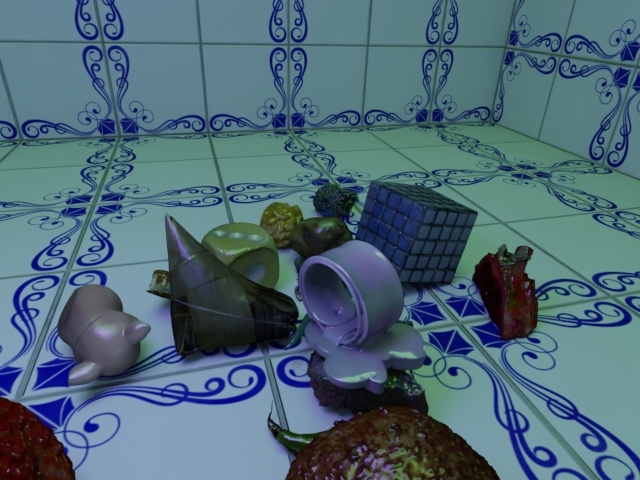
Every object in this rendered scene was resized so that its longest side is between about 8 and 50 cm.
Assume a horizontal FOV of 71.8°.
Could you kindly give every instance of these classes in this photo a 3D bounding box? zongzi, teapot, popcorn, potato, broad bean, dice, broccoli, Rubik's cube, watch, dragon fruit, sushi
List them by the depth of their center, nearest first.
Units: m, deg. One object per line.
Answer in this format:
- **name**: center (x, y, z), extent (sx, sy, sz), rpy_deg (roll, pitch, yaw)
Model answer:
- **broad bean**: center (0.053, 0.349, 0.800), extent (0.318, 0.056, 0.098), rpy_deg (6, 43, 8)
- **watch**: center (0.062, 0.128, 0.835), extent (0.211, 0.218, 0.248), rpy_deg (-22, 31, -33)
- **sushi**: center (0.095, 0.271, 0.898), extent (0.241, 0.107, 0.161), rpy_deg (2, 30, 11)
- **zongzi**: center (-0.202, 0.086, 1.019), extent (0.289, 0.318, 0.154), rpy_deg (-5, 10, -14)
- **dragon fruit**: center (0.503, 0.107, 1.149), extent (0.134, 0.211, 0.262), rpy_deg (-4, 34, 4)
- **dice**: center (-0.222, 0.057, 1.216), extent (0.166, 0.169, 0.169), rpy_deg (-16, 33, -32)
- **Rubik's cube**: center (0.268, -0.028, 1.293), extent (0.238, 0.237, 0.237), rpy_deg (2, 22, -34)
- **teapot**: center (-0.047, 0.092, 1.300), extent (0.042, 0.043, 0.111), rpy_deg (-5, 31, -13)
- **potato**: center (0.002, -0.004, 1.355), extent (0.200, 0.154, 0.137), rpy_deg (-10, 29, 42)
- **popcorn**: center (-0.134, -0.064, 1.488), extent (0.163, 0.140, 0.194), rpy_deg (18, 30, 17)
- **broccoli**: center (0.060, -0.149, 1.690), extent (0.154, 0.167, 0.160), rpy_deg (54, 19, 18)

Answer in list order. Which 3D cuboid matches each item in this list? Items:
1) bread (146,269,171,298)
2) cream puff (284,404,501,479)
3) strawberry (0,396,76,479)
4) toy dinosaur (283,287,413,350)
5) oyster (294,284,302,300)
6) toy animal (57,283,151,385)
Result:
- **bread**: center (-0.360, 0.119, 1.136), extent (0.128, 0.069, 0.140), rpy_deg (6, -14, 18)
- **cream puff**: center (0.109, 0.367, 0.589), extent (0.350, 0.229, 0.350), rpy_deg (9, 28, -5)
- **strawberry**: center (-0.468, 0.367, 0.559), extent (0.351, 0.267, 0.312), rpy_deg (40, 34, 14)
- **toy dinosaur**: center (0.046, 0.155, 1.155), extent (0.383, 0.129, 0.331), rpy_deg (-9, 19, -18)
- **oyster**: center (-0.042, 0.133, 1.223), extent (0.054, 0.019, 0.083), rpy_deg (28, 60, 5)
- **toy animal**: center (-0.478, 0.190, 0.961), extent (0.250, 0.154, 0.166), rpy_deg (30, 81, 40)
